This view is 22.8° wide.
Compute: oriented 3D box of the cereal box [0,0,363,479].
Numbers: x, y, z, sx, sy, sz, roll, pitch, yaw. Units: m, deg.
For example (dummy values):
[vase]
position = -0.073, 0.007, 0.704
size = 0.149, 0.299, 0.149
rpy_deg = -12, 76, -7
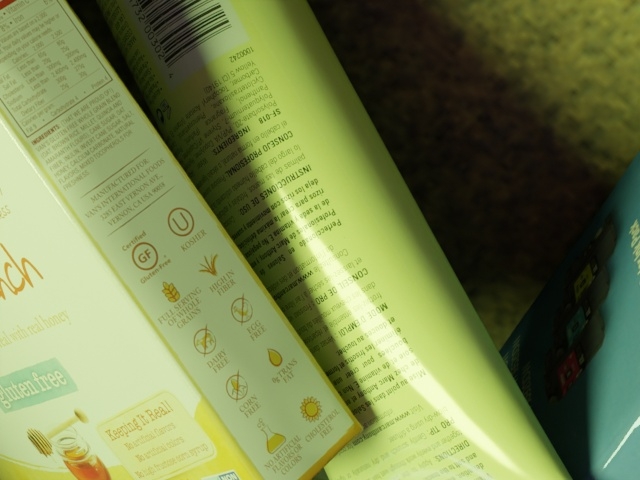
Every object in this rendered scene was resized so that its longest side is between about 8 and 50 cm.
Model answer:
[cereal box]
position = -0.110, -0.013, 0.507
size = 0.240, 0.047, 0.173
rpy_deg = 55, 147, -9

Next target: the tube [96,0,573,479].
[tube]
position = 0.000, 0.000, 0.500
size = 0.062, 0.070, 0.240
rpy_deg = -26, 79, -4

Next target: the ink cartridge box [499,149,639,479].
[ink cartridge box]
position = 0.178, 0.129, 0.553
size = 0.270, 0.151, 0.395
rpy_deg = 28, 118, -6
